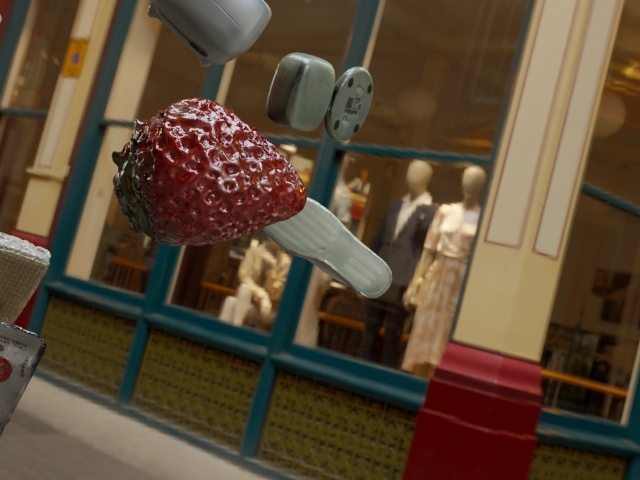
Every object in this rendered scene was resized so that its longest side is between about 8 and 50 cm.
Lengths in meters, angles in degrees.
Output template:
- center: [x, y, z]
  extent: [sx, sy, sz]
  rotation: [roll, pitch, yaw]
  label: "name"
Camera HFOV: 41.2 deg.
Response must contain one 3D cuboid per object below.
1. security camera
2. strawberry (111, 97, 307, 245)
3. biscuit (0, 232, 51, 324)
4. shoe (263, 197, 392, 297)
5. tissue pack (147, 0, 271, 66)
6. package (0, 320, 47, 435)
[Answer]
- center: [0.004, -0.282, 1.683]
  extent: [0.080, 0.157, 0.302]
  rotation: [25, 14, 30]
  label: "security camera"
- center: [-0.205, -0.128, 1.548]
  extent: [0.310, 0.291, 0.292]
  rotation: [-22, 13, -23]
  label: "strawberry"
- center: [-0.778, 0.177, 1.963]
  extent: [0.144, 0.426, 0.078]
  rotation: [25, 18, -35]
  label: "biscuit"
- center: [0.000, 0.000, 1.995]
  extent: [0.363, 0.131, 0.160]
  rotation: [35, -1, -15]
  label: "shoe"
- center: [-0.331, -0.667, 2.450]
  extent: [0.333, 0.236, 0.229]
  rotation: [42, -12, -15]
  label: "tissue pack"
- center: [-0.476, 0.208, 1.126]
  extent: [0.154, 0.239, 0.030]
  rotation: [22, 10, -17]
  label: "package"
